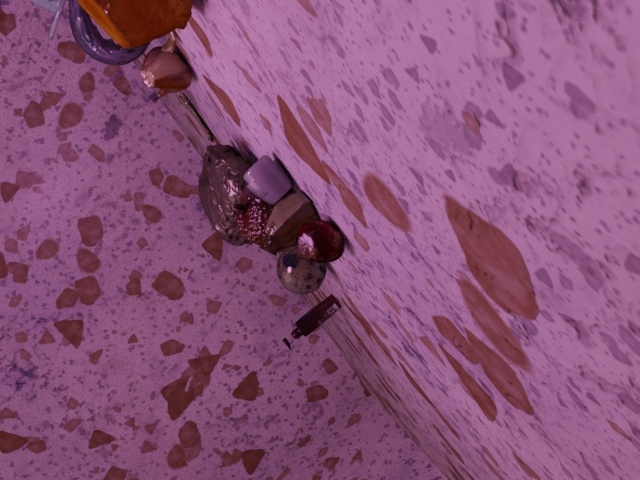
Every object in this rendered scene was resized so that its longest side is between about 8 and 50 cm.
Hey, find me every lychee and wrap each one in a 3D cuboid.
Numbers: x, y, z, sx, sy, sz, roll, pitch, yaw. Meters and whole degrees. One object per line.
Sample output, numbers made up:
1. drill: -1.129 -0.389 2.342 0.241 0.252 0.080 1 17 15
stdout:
1. lychee: -0.134 -0.068 1.597 0.197 0.165 0.165 6 -154 -35

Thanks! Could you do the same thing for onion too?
1. onion: 0.000 0.000 1.403 0.107 0.097 0.107 15 147 10

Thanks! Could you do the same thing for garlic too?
1. garlic: -0.401 -0.445 1.786 0.115 0.128 0.206 10 176 -2

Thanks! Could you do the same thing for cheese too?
1. cheese: -0.370 -0.493 1.608 0.060 0.041 0.084 21 132 63

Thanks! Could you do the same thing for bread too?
1. bread: -0.344 -0.460 1.086 0.312 0.172 0.312 50 171 10

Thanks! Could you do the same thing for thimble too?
1. thimble: -0.536 -0.573 1.710 0.172 0.205 0.236 -161 60 -69

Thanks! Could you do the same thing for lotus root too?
1. lotus root: -0.072 -0.037 1.501 0.070 0.144 0.143 50 165 35

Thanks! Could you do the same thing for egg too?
1. egg: -0.052 0.085 1.902 0.141 0.141 0.181 51 180 21

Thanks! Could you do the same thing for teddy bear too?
1. teddy bear: -0.218 -0.132 1.893 0.357 0.224 0.367 55 158 -2

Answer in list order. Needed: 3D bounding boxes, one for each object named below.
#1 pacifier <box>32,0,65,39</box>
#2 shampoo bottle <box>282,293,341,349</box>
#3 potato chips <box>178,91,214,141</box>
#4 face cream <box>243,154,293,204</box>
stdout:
1. pacifier: -0.657 -0.706 1.876 0.269 0.288 0.343 15 -129 -27
2. shampoo bottle: -0.033 0.286 2.337 0.068 0.236 0.067 52 175 -9
3. potato chips: -0.444 -0.437 2.372 0.207 0.028 0.092 54 171 -20
4. face cream: -0.116 -0.135 1.490 0.095 0.091 0.091 45 173 -6
